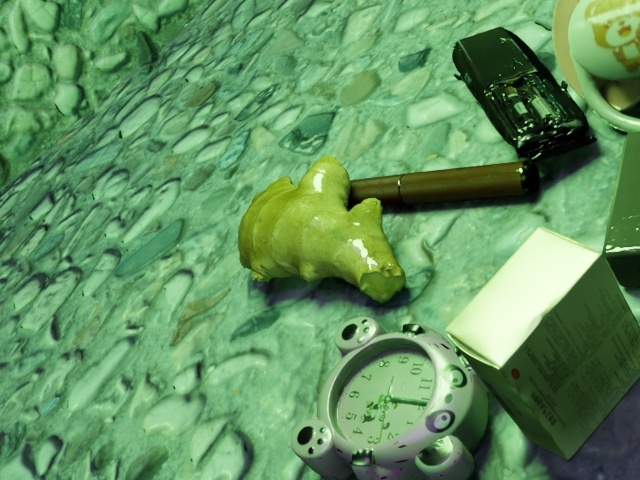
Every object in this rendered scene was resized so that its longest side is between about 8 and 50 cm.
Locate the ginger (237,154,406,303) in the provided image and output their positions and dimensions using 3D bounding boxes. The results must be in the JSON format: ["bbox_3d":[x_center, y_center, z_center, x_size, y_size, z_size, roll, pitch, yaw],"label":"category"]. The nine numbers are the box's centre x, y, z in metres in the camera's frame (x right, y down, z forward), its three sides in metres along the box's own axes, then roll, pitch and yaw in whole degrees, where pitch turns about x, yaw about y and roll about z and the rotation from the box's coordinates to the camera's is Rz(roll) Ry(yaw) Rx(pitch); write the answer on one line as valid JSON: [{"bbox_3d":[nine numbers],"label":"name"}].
[{"bbox_3d":[0.014,-0.018,1.344,0.376,0.166,0.236,13,53,32],"label":"ginger"}]

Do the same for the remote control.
[{"bbox_3d":[0.319,-0.257,1.312,0.145,0.062,0.398,-18,36,4],"label":"remote control"}]

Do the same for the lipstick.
[{"bbox_3d":[0.185,-0.088,1.299,0.357,0.057,0.057,-4,50,41],"label":"lipstick"}]

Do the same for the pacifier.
[{"bbox_3d":[0.479,-0.310,1.118,0.332,0.220,0.273,-3,50,57],"label":"pacifier"}]

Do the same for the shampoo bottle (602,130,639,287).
[{"bbox_3d":[0.431,-0.058,1.021,0.079,0.080,0.246,-4,49,39],"label":"shampoo bottle"}]

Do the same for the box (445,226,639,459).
[{"bbox_3d":[0.261,0.119,0.883,0.168,0.212,0.095,-47,37,-10],"label":"box"}]

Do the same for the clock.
[{"bbox_3d":[0.101,0.215,1.037,0.248,0.090,0.227,-2,52,40],"label":"clock"}]
